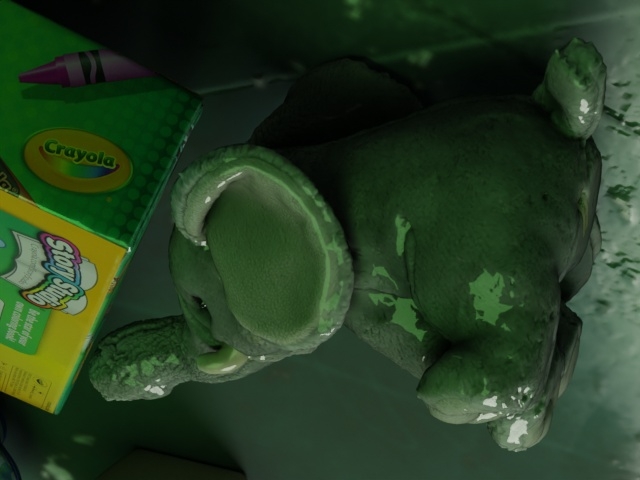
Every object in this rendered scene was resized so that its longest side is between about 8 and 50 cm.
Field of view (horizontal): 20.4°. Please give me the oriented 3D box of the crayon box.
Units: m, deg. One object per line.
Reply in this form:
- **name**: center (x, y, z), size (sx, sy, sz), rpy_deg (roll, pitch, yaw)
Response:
- **crayon box**: center (-0.167, -0.018, 0.842), size (0.165, 0.081, 0.278), rpy_deg (26, 156, -5)

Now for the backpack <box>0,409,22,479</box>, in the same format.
- **backpack**: center (-0.233, 0.128, 1.052), size (0.105, 0.084, 0.114), rpy_deg (-16, 116, 29)

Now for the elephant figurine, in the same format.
- **elephant figurine**: center (0.000, 0.000, 0.817), size (0.239, 0.186, 0.169), rpy_deg (13, 170, 16)

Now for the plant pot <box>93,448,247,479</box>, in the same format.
- **plant pot**: center (-0.091, 0.185, 1.037), size (0.109, 0.096, 0.109), rpy_deg (12, 130, 12)
